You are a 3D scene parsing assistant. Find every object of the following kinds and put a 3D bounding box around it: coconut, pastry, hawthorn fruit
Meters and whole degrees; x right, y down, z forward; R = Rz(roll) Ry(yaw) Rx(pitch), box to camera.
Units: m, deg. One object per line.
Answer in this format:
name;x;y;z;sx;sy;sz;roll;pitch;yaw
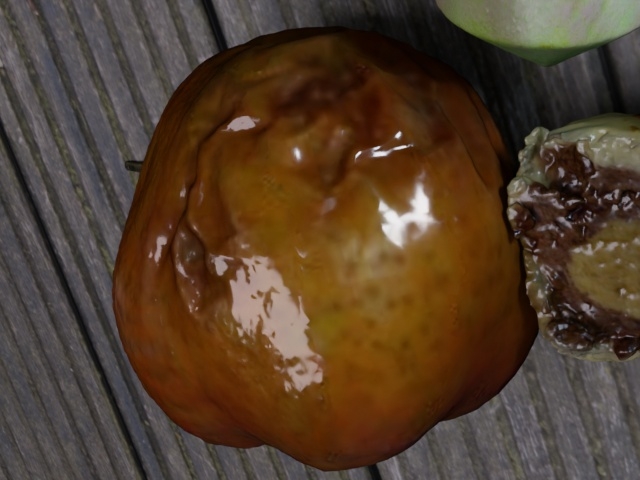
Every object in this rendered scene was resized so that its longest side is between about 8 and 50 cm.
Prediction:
coconut;0.211;-0.262;1.568;0.204;0.236;0.235;-125;25;-52
pastry;0.317;-0.018;1.680;0.237;0.170;0.256;-7;115;22
hawthorn fruit;0.000;0.000;1.786;0.472;0.472;0.471;25;133;30

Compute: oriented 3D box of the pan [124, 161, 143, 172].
pan;-0.180;-0.070;2.205;0.128;0.048;0.202;55;141;-5
